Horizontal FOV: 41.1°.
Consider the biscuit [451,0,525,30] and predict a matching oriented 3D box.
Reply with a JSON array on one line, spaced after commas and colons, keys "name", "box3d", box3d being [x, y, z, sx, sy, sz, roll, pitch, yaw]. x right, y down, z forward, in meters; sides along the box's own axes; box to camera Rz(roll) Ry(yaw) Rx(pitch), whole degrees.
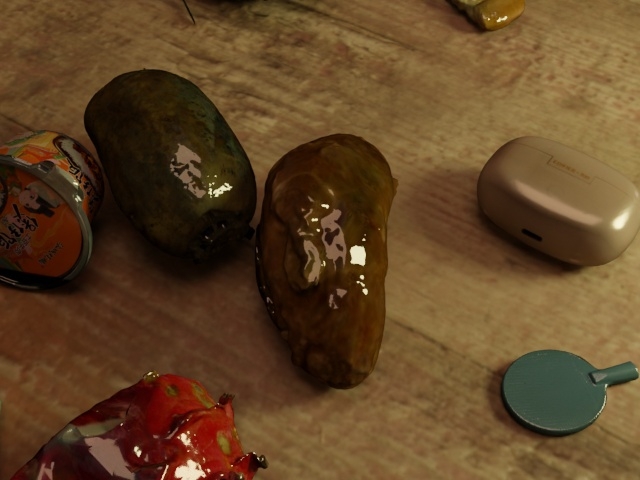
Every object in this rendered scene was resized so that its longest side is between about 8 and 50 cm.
[{"name": "biscuit", "box3d": [0.239, -0.450, 1.416, 0.154, 0.045, 0.299, -25, 55, -23]}]

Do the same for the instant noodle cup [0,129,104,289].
[{"name": "instant noodle cup", "box3d": [-0.327, -0.048, 0.984, 0.208, 0.178, 0.125, -17, 28, 23]}]

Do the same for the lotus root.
[{"name": "lotus root", "box3d": [-0.180, -0.103, 1.020, 0.160, 0.152, 0.275, 15, 30, -53]}]

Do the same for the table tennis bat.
[{"name": "table tennis bat", "box3d": [0.270, 0.157, 0.920, 0.155, 0.019, 0.100, -13, 51, -11]}]

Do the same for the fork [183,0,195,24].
[{"name": "fork", "box3d": [-0.245, -0.425, 1.382, 0.021, 0.039, 0.235, -18, 56, -11]}]

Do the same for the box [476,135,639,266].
[{"name": "box", "box3d": [0.293, -0.050, 1.049, 0.200, 0.088, 0.146, 30, 54, 20]}]

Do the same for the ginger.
[{"name": "ginger", "box3d": [0.000, 0.000, 0.950, 0.165, 0.172, 0.321, -22, 44, 32]}]

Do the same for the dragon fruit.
[{"name": "dragon fruit", "box3d": [-0.153, 0.228, 0.770, 0.274, 0.126, 0.161, -37, 60, -28]}]
